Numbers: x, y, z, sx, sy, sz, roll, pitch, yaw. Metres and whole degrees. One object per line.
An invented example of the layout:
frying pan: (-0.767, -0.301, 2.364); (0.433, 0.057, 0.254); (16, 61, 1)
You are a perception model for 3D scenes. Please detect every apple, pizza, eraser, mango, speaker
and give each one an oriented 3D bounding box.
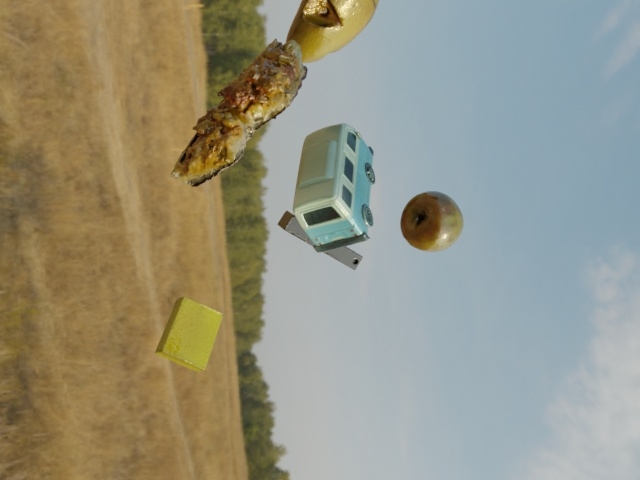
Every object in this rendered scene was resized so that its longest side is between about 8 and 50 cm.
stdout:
apple: (0.159, -0.026, 0.922); (0.074, 0.090, 0.089); (28, 51, -55)
pizza: (-0.136, -0.214, 1.054); (0.085, 0.305, 0.161); (45, -5, -29)
eraser: (-0.259, 0.186, 1.278); (0.045, 0.097, 0.122); (-28, -141, 53)
mango: (0.023, -0.507, 1.444); (0.262, 0.167, 0.130); (-51, -120, 28)
speaker: (0.000, 0.000, 1.627); (0.044, 0.218, 0.082); (-59, -161, 1)

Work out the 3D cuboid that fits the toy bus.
toy bus: (0.028, -0.130, 1.381); (0.164, 0.133, 0.271); (51, 34, -41)
